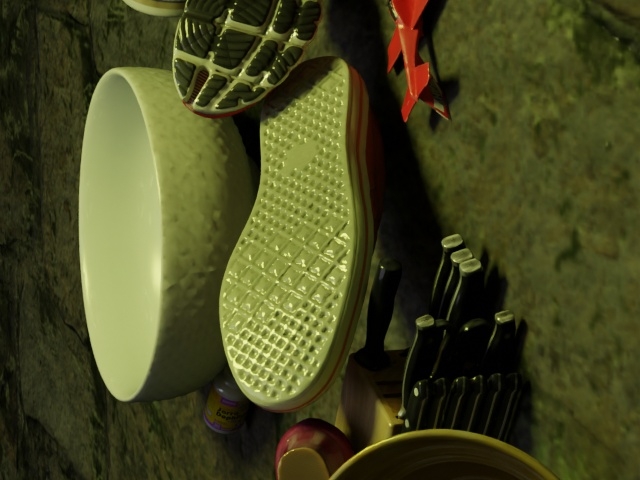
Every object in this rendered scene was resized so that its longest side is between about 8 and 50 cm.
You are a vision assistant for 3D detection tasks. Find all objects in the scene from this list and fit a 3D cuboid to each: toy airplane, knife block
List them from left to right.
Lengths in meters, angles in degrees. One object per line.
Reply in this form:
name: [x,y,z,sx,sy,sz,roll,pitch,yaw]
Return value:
knife block: [0.064,0.132,1.429,0.276,0.088,0.242,145,121,-67]
toy airplane: [0.070,-0.156,1.465,0.151,0.028,0.151,177,90,-72]

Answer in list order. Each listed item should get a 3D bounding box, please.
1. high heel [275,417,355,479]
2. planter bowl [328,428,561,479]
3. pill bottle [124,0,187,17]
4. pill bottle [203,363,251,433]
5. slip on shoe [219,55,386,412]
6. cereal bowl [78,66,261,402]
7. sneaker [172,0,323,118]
high heel: [0.010,0.254,1.390,0.117,0.082,0.244,-41,-65,-81]
planter bowl: [0.100,0.222,1.272,0.090,0.217,0.217,-24,-63,-68]
pill bottle: [-0.155,-0.326,1.967,0.094,0.094,0.169,-121,35,-53]
pill bottle: [-0.090,0.155,1.915,0.083,0.043,0.043,108,152,-44]
slip on shoe: [0.000,0.000,1.470,0.101,0.123,0.331,55,-151,-40]
cereal bowl: [-0.139,-0.008,1.891,0.339,0.141,0.338,177,90,-69]
sneaker: [-0.041,-0.205,1.588,0.118,0.107,0.279,107,-173,-63]
